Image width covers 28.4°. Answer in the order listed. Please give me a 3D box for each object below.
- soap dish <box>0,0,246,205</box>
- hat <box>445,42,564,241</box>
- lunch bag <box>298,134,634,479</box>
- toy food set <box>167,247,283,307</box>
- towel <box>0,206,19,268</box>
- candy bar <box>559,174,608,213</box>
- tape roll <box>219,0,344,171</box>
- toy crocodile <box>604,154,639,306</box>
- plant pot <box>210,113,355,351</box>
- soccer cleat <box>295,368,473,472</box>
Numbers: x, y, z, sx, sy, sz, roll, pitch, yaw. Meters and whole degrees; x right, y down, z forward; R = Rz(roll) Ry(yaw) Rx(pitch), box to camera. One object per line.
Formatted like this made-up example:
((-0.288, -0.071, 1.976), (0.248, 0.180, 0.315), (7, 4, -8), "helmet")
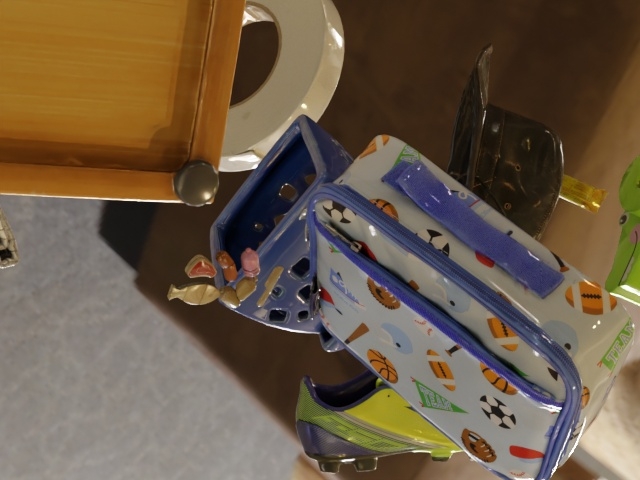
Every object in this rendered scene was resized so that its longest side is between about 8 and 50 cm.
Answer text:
((-0.165, -0.126, 0.613), (0.290, 0.118, 0.229), (2, 111, -26), "soap dish")
((0.220, -0.066, 1.535), (0.331, 0.133, 0.331), (11, 90, -87), "hat")
((0.111, 0.056, 1.083), (0.115, 0.303, 0.243), (-42, 156, -25), "lunch bag")
((-0.104, 0.038, 1.387), (0.122, 0.019, 0.078), (12, 119, -38), "toy food set")
((-0.554, -0.082, 1.730), (0.121, 0.235, 0.284), (-37, 124, -31), "towel")
((0.313, -0.082, 1.733), (0.040, 0.161, 0.018), (-52, 150, -21), "candy bar")
((-0.140, -0.311, 2.231), (0.392, 0.392, 0.072), (-54, 146, 4), "tape roll")
((0.356, -0.097, 1.197), (0.115, 0.105, 0.341), (17, 96, -20), "toy crocodile")
((0.000, 0.000, 1.758), (0.212, 0.236, 0.236), (32, 108, -21), "plant pot")
((0.115, 0.175, 1.377), (0.093, 0.289, 0.121), (-92, 173, -83), "soccer cleat")
